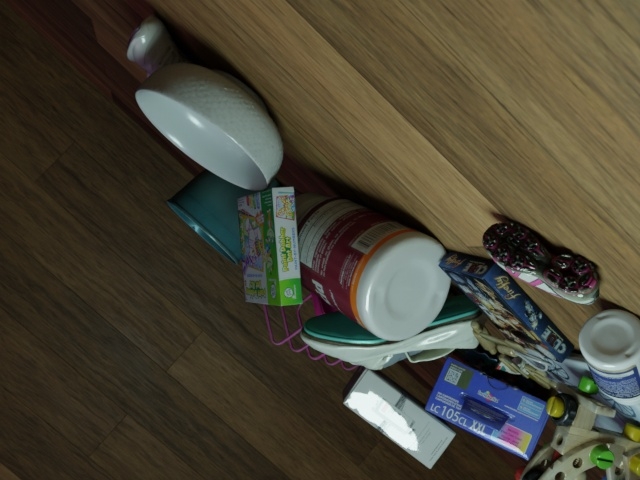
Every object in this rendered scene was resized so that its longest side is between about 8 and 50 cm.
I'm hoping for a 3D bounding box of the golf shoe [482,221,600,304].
[{"bbox_3d":[0.315,0.040,1.098,0.186,0.067,0.086,35,170,36],"label":"golf shoe"}]

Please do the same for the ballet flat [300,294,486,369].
[{"bbox_3d":[0.161,0.214,1.626,0.139,0.401,0.139,171,90,-90],"label":"ballet flat"}]

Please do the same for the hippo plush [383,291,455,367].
[{"bbox_3d":[0.201,0.145,1.831,0.294,0.234,0.236,-4,-133,-38],"label":"hippo plush"}]

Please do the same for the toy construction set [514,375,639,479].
[{"bbox_3d":[0.503,0.365,1.395,0.258,0.237,0.309,11,-178,10],"label":"toy construction set"}]

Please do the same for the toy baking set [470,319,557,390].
[{"bbox_3d":[0.390,0.224,1.521,0.197,0.030,0.256,27,167,41],"label":"toy baking set"}]

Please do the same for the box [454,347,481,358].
[{"bbox_3d":[0.358,0.258,2.024,0.109,0.042,0.178,31,166,40],"label":"box"}]

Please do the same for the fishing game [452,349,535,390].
[{"bbox_3d":[0.447,0.337,1.923,0.189,0.041,0.264,35,165,-13],"label":"fishing game"}]

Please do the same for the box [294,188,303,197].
[{"bbox_3d":[0.000,0.000,2.076,0.243,0.117,0.213,34,168,40],"label":"box"}]

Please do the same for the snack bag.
[{"bbox_3d":[0.565,0.321,1.479,0.323,0.037,0.342,43,170,-8],"label":"snack bag"}]

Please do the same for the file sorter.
[{"bbox_3d":[0.017,0.193,1.946,0.291,0.182,0.202,28,-145,-41],"label":"file sorter"}]

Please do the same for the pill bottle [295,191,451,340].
[{"bbox_3d":[0.070,0.037,1.610,0.392,0.224,0.224,30,165,52],"label":"pill bottle"}]

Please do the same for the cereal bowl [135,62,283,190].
[{"bbox_3d":[-0.215,-0.259,1.607,0.339,0.141,0.339,31,167,8],"label":"cereal bowl"}]

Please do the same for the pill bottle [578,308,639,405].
[{"bbox_3d":[0.446,0.181,1.124,0.094,0.094,0.169,33,167,43],"label":"pill bottle"}]

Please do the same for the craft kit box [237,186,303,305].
[{"bbox_3d":[-0.115,0.016,1.658,0.250,0.061,0.246,173,90,-67],"label":"craft kit box"}]

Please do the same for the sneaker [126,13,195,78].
[{"bbox_3d":[-0.329,-0.400,1.685,0.152,0.114,0.305,28,175,8],"label":"sneaker"}]

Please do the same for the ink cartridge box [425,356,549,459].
[{"bbox_3d":[0.419,0.418,1.881,0.270,0.151,0.395,23,171,19],"label":"ink cartridge box"}]

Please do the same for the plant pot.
[{"bbox_3d":[-0.257,-0.113,2.183,0.272,0.255,0.271,40,171,8],"label":"plant pot"}]

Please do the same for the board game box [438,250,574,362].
[{"bbox_3d":[0.348,0.123,1.430,0.243,0.042,0.165,45,171,-18],"label":"board game box"}]

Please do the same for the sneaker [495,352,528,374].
[{"bbox_3d":[0.448,0.268,1.707,0.075,0.057,0.161,17,161,5],"label":"sneaker"}]

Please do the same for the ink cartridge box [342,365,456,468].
[{"bbox_3d":[0.200,0.453,2.008,0.283,0.117,0.207,37,178,3],"label":"ink cartridge box"}]
